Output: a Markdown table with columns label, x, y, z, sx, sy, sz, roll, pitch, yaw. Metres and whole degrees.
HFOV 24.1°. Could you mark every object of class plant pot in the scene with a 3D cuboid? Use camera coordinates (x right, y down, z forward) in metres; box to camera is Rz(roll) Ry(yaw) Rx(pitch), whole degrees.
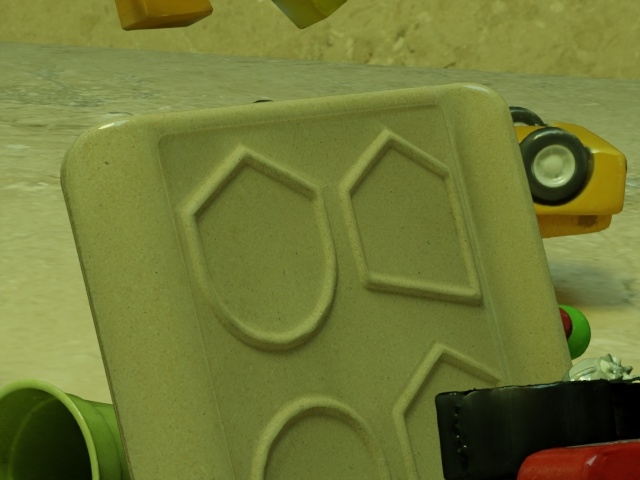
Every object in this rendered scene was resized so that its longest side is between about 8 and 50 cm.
| label | x | y | z | sx | sy | sz | roll | pitch | yaw |
| --- | --- | --- | --- | --- | --- | --- | --- | --- | --- |
| plant pot | -0.094 | 0.100 | 0.638 | 0.083 | 0.083 | 0.079 | 14 | 6 | 38 |

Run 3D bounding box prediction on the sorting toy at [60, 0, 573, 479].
| label | x | y | z | sx | sy | sz | roll | pitch | yaw |
| --- | --- | --- | --- | --- | --- | --- | --- | --- | --- |
| sorting toy | 0.000 | 0.000 | 0.617 | 0.229 | 0.307 | 0.041 | -12 | -3 | -41 |

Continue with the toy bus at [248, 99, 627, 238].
| label | x | y | z | sx | sy | sz | roll | pitch | yaw |
| --- | --- | --- | --- | --- | --- | --- | --- | --- | --- |
| toy bus | 0.030 | -0.022 | 1.014 | 0.333 | 0.130 | 0.108 | 1 | 14 | -9 |

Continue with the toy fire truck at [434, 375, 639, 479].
| label | x | y | z | sx | sy | sz | roll | pitch | yaw |
| --- | --- | --- | --- | --- | --- | --- | --- | --- | --- |
| toy fire truck | 0.180 | 0.070 | 0.443 | 0.217 | 0.158 | 0.246 | 1 | -8 | -36 |

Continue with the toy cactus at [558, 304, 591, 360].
| label | x | y | z | sx | sy | sz | roll | pitch | yaw |
| --- | --- | --- | --- | --- | --- | --- | --- | --- | --- |
| toy cactus | 0.022 | 0.035 | 0.725 | 0.219 | 0.180 | 0.112 | 0 | 34 | 7 |

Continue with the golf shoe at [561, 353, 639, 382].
| label | x | y | z | sx | sy | sz | roll | pitch | yaw |
| --- | --- | --- | --- | --- | --- | --- | --- | --- | --- |
| golf shoe | 0.159 | 0.116 | 0.633 | 0.176 | 0.086 | 0.069 | 28 | 28 | -14 |
